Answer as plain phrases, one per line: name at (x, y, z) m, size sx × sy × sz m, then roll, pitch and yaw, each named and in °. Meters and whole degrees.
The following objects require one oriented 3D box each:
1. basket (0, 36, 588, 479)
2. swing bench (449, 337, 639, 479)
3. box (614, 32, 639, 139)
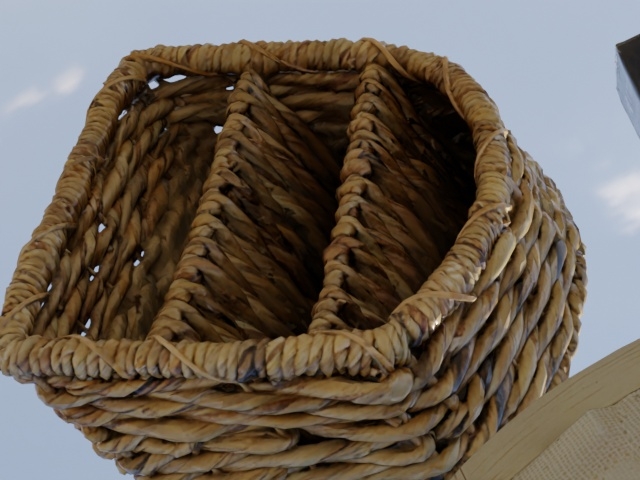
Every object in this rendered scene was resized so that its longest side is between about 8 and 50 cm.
basket at (0.000, 0.000, 0.837) m, size 0.213 × 0.223 × 0.299 m, roll -30°, pitch -154°, yaw 28°
swing bench at (0.145, 0.212, 0.510) m, size 0.165 × 0.254 × 0.253 m, roll -36°, pitch -138°, yaw 11°
box at (0.488, -0.052, 1.448) m, size 0.293 × 0.395 × 0.212 m, roll -25°, pitch 169°, yaw 8°
